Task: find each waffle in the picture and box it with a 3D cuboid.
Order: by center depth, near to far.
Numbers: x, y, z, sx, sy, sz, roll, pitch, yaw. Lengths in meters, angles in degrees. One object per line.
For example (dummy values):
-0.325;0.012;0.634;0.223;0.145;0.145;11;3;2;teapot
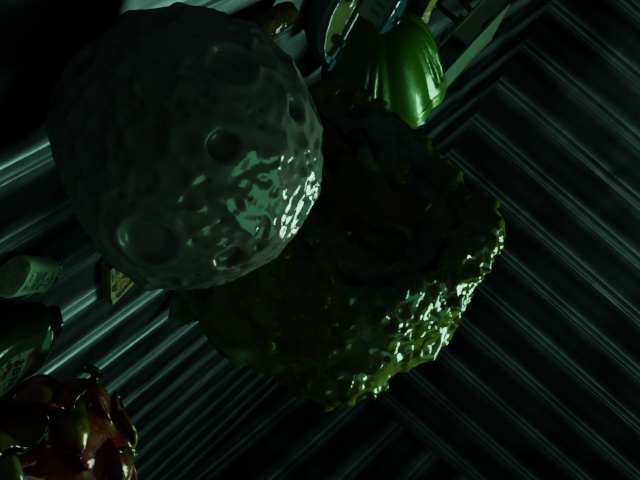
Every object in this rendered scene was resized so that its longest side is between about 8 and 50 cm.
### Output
0.130;-0.359;2.109;0.021;0.092;0.135;-37;168;-21;waffle

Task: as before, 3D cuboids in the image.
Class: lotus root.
0.084;-0.266;2.101;0.186;0.186;0.186;-50;172;-10;lotus root

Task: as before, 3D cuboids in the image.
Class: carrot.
-0.072;-0.237;1.711;0.171;0.042;0.042;-41;167;-54;carrot

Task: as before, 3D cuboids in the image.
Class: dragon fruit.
-0.353;0.278;1.897;0.228;0.243;0.307;-31;136;11;dragon fruit

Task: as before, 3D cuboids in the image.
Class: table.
0.191;-0.323;2.521;0.240;0.111;0.121;-48;171;-25;table

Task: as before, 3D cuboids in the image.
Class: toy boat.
0.053;-0.301;1.909;0.088;0.102;0.215;-36;163;-54;toy boat

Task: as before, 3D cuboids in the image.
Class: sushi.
0.000;0.000;1.902;0.351;0.396;0.240;-34;162;-41;sushi

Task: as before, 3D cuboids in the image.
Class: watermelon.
-0.171;0.065;2.415;0.187;0.071;0.139;-24;-165;-11;watermelon

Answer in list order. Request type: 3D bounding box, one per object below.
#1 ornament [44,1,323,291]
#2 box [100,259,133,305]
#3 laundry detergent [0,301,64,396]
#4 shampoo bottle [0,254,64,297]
-0.114;-0.088;1.360;0.225;0.259;0.259;-22;173;4;ornament
-0.253;0.034;1.966;0.073;0.020;0.149;-49;172;-20;box
-0.354;0.131;1.657;0.144;0.078;0.222;-54;174;26;laundry detergent
-0.309;0.038;1.637;0.049;0.034;0.141;-59;172;4;shampoo bottle
